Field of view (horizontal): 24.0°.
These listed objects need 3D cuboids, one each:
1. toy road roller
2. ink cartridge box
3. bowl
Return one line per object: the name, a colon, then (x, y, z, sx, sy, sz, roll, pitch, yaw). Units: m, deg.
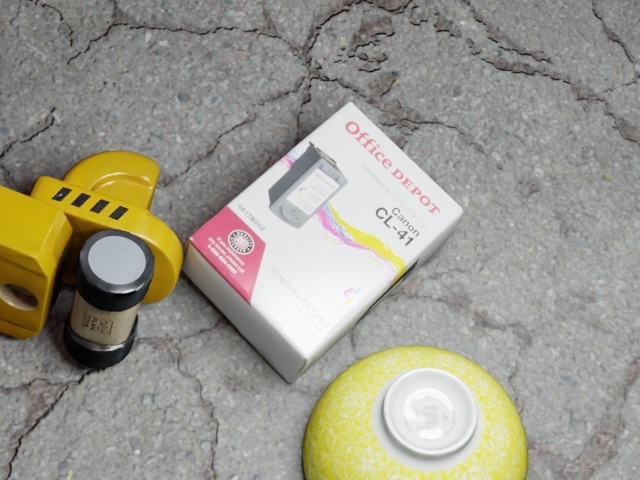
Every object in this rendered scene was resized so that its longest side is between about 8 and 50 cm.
toy road roller: (-0.338, -0.008, 1.931, 0.330, 0.202, 0.240, 19, 53, -3)
ink cartridge box: (0.000, 0.000, 1.988, 0.226, 0.131, 0.306, 45, 69, 7)
bowl: (0.126, 0.242, 1.873, 0.290, 0.156, 0.289, 2, 61, -3)
